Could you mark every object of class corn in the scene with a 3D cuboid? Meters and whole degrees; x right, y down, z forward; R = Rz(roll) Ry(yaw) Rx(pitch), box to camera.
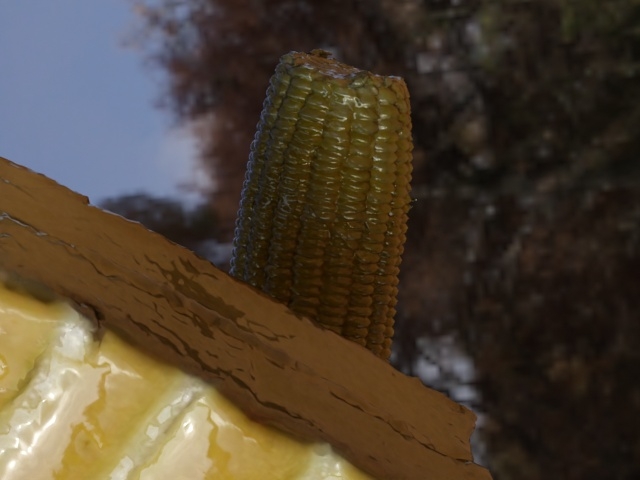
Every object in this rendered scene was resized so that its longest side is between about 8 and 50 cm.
[{"bbox_3d":[0.000,0.000,0.850,0.063,0.085,0.165,0,-74,-39],"label":"corn"}]

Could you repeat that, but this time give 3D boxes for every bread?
[{"bbox_3d":[-0.097,0.117,0.759,0.239,0.246,0.111,30,-152,-17],"label":"bread"}]
